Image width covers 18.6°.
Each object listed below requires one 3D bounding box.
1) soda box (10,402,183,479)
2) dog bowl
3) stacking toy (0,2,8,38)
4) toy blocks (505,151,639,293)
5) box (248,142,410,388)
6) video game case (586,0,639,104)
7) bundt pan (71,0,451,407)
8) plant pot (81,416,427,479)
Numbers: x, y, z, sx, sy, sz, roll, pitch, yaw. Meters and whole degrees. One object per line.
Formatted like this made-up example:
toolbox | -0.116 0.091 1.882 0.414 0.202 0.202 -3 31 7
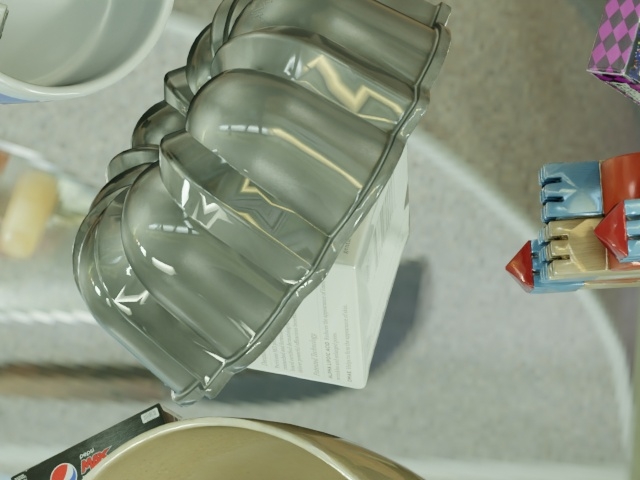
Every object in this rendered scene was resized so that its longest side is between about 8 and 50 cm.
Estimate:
soda box | -0.206 0.219 1.866 0.169 0.053 0.060 -26 154 10
dog bowl | -0.262 -0.252 1.724 0.265 0.265 0.104 37 157 -31
stacking toy | -0.346 -0.108 1.468 0.167 0.221 0.052 19 175 -7
toy blocks | 0.309 -0.018 1.763 0.261 0.190 0.381 -3 173 -2
box | 0.000 0.000 1.698 0.119 0.181 0.182 10 143 12
video game case | 0.308 -0.201 1.531 0.042 0.232 0.210 10 170 43
bundt pan | -0.057 -0.057 1.328 0.124 0.330 0.331 33 140 -12
plant pot | 0.008 0.231 1.010 0.284 0.284 0.191 -19 166 36
